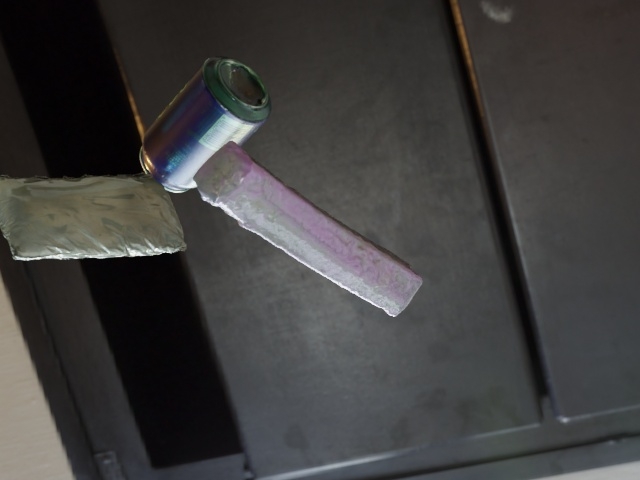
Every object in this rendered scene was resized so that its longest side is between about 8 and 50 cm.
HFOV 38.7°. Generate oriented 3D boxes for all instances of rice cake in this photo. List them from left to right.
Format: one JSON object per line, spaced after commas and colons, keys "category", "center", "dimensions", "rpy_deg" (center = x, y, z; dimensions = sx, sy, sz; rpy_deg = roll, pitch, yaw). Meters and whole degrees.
{"category": "rice cake", "center": [0.000, 0.000, 1.045], "dimensions": [0.365, 0.072, 0.056], "rpy_deg": [34, -173, -40]}

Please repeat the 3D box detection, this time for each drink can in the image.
{"category": "drink can", "center": [-0.167, -0.162, 1.297], "dimensions": [0.118, 0.205, 0.118], "rpy_deg": [29, -140, -28]}

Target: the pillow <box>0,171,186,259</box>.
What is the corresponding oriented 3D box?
{"category": "pillow", "center": [-0.280, -0.032, 1.107], "dimensions": [0.229, 0.051, 0.128], "rpy_deg": [-3, -128, -36]}
